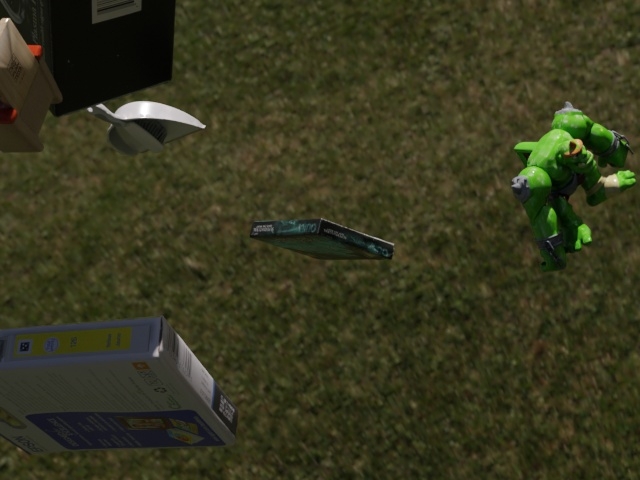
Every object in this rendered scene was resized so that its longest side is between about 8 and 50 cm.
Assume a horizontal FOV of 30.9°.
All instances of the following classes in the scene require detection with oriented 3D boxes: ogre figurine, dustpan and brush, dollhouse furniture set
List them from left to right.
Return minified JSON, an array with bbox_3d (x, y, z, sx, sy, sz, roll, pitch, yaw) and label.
[{"bbox_3d":[-0.423,-0.168,1.242,0.259,0.135,0.262,2,59,18],"label":"dollhouse furniture set"},{"bbox_3d":[-0.296,-0.182,1.807,0.147,0.211,0.060,-18,56,27],"label":"dustpan and brush"},{"bbox_3d":[0.284,-0.069,1.334,0.197,0.118,0.097,-46,24,-6],"label":"ogre figurine"}]

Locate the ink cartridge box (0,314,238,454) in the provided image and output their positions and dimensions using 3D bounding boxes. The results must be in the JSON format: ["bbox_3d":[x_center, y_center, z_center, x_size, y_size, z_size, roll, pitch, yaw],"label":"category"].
[{"bbox_3d":[-0.294,0.193,1.475,0.307,0.304,0.072,-3,62,13],"label":"ink cartridge box"}]

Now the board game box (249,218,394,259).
[{"bbox_3d":[0.000,0.000,1.614,0.186,0.126,0.026,-1,73,58],"label":"board game box"}]

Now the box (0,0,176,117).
[{"bbox_3d":[-0.331,-0.392,1.441,0.178,0.343,0.312,-23,53,-29],"label":"box"}]
